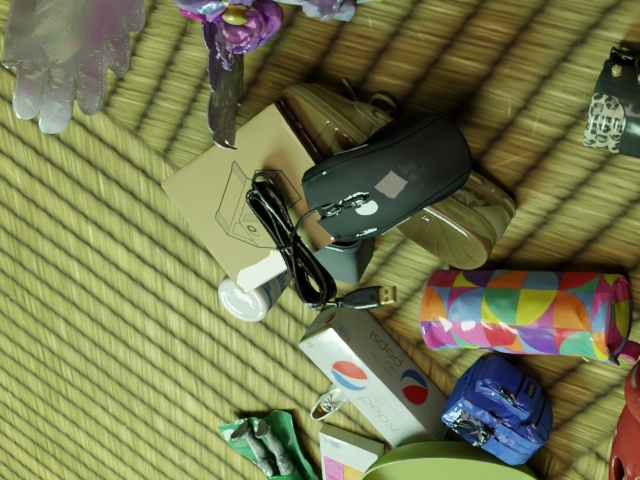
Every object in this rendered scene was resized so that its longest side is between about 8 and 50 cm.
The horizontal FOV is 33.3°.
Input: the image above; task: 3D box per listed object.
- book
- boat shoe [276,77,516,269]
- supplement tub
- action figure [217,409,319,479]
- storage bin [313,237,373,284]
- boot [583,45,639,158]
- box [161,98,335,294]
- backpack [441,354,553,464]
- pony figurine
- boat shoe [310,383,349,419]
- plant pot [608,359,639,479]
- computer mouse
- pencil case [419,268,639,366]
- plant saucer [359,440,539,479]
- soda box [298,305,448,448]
[{"bbox_3d":[0.046,0.339,1.565,0.096,0.035,0.144,17,133,24],"label":"book"},{"bbox_3d":[0.078,-0.083,1.160,0.285,0.089,0.104,39,152,3],"label":"boat shoe"},{"bbox_3d":[-0.074,0.044,1.335,0.071,0.107,0.071,18,134,19],"label":"supplement tub"},{"bbox_3d":[-0.050,0.364,1.629,0.137,0.063,0.232,-12,122,35],"label":"action figure"},{"bbox_3d":[0.000,0.000,1.270,0.135,0.098,0.091,14,142,23],"label":"storage bin"},{"bbox_3d":[0.337,-0.144,0.935,0.178,0.085,0.236,22,135,19],"label":"boot"},{"bbox_3d":[-0.067,-0.043,1.198,0.201,0.021,0.164,-30,99,37],"label":"box"},{"bbox_3d":[0.223,0.208,1.295,0.120,0.098,0.101,37,133,1],"label":"backpack"},{"bbox_3d":[-0.111,-0.272,0.995,0.363,0.303,0.351,-2,87,36],"label":"pony figurine"},{"bbox_3d":[0.016,0.222,1.481,0.035,0.035,0.100,42,137,-6],"label":"boat shoe"},{"bbox_3d":[0.401,0.212,1.125,0.191,0.191,0.174,7,123,27],"label":"plant pot"},{"bbox_3d":[0.048,-0.012,1.100,0.262,0.060,0.184,-19,105,31],"label":"computer mouse"},{"bbox_3d":[0.229,0.085,1.188,0.236,0.104,0.104,4,128,32],"label":"pencil case"},{"bbox_3d":[0.172,0.312,1.401,0.241,0.037,0.241,4,148,3],"label":"plant saucer"},{"bbox_3d":[0.075,0.178,1.383,0.216,0.069,0.074,48,135,-11],"label":"soda box"}]
